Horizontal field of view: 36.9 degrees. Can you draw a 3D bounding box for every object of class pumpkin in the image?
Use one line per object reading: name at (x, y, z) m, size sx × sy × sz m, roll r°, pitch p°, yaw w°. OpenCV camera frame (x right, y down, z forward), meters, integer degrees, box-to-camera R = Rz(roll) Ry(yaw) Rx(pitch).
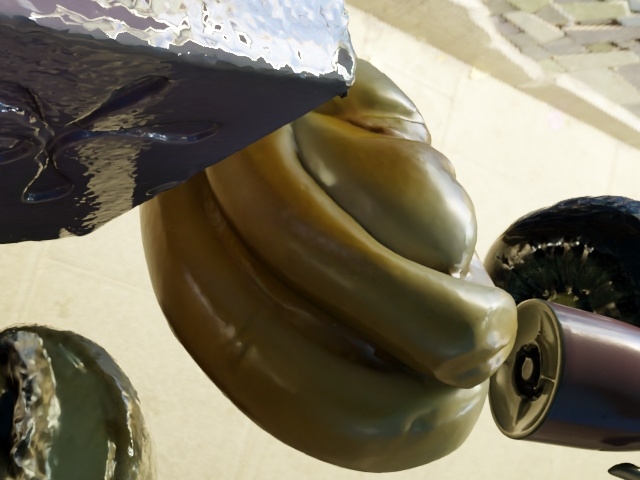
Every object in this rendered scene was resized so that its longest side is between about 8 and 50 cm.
pumpkin at (0.368, 0.084, 1.251) m, size 0.238 × 0.315 × 0.315 m, roll 11°, pitch 81°, yaw -50°

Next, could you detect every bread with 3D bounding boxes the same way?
bread at (0.025, -0.007, 0.868) m, size 0.329 × 0.245 × 0.424 m, roll 20°, pitch 33°, yaw -42°

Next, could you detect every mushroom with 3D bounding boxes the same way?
mushroom at (-0.274, 0.208, 0.994) m, size 0.292 × 0.217 × 0.212 m, roll 15°, pitch 74°, yaw 19°

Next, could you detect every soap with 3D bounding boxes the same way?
soap at (-0.175, -0.088, 0.535) m, size 0.285 × 0.296 × 0.107 m, roll -2°, pitch 74°, yaw -48°

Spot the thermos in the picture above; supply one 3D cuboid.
thermos at (0.326, 0.171, 1.008) m, size 0.265 × 0.146 × 0.176 m, roll 14°, pitch 63°, yaw -15°
